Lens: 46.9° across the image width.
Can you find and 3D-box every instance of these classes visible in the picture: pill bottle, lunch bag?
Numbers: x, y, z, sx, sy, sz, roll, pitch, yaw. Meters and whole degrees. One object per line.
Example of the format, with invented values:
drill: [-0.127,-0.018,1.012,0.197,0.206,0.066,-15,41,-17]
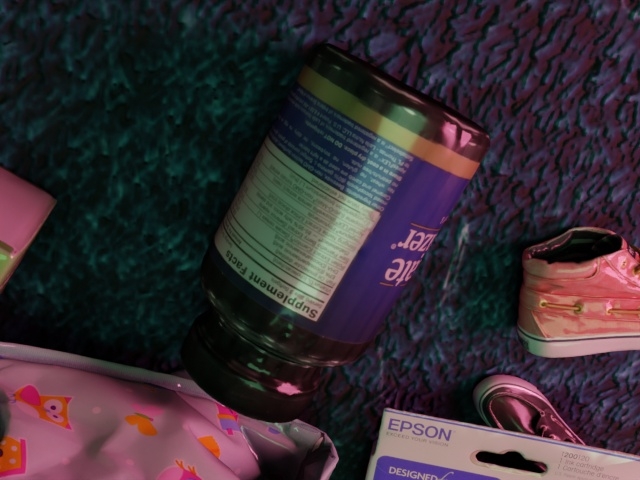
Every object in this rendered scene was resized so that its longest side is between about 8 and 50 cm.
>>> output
pill bottle: [0.000,0.000,0.466,0.123,0.123,0.219,25,105,-16]
lunch bag: [-0.134,0.206,0.499,0.262,0.160,0.223,15,108,-36]

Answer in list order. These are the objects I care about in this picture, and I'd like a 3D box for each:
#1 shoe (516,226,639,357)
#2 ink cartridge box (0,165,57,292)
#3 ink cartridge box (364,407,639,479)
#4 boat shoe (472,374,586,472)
shoe: [0.233,0.032,0.544,0.178,0.063,0.081,-8,116,-1]
ink cartridge box: [-0.325,0.049,0.437,0.201,0.117,0.278,32,103,-18]
ink cartridge box: [0.132,0.229,0.589,0.206,0.045,0.208,11,112,3]
boat shoe: [0.181,0.159,0.596,0.142,0.040,0.049,40,100,-20]
